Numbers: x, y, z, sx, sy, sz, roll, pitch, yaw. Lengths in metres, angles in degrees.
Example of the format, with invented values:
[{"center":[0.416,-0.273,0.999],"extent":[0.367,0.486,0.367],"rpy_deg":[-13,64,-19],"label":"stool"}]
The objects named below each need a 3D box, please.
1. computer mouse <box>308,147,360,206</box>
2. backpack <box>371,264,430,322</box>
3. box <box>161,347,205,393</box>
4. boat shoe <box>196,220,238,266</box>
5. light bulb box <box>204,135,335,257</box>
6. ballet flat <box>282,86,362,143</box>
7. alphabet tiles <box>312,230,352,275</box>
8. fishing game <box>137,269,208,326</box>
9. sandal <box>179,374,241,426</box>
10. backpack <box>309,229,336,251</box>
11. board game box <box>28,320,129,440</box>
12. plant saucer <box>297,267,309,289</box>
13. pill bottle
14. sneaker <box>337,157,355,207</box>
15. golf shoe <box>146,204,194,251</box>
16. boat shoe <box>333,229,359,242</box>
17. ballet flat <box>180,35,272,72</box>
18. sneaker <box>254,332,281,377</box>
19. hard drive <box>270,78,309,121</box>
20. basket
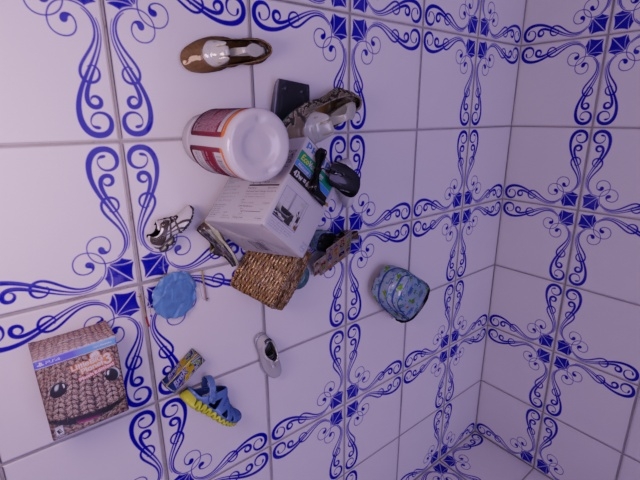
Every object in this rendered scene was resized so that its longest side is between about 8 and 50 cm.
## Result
[{"center":[0.065,-0.195,1.482],"extent":[0.262,0.060,0.184],"rpy_deg":[30,69,-45],"label":"computer mouse"},{"center":[0.441,0.283,2.306],"extent":[0.355,0.273,0.290],"rpy_deg":[39,84,-27],"label":"backpack"},{"center":[-0.544,0.517,1.659],"extent":[0.169,0.054,0.059],"rpy_deg":[-48,128,-19],"label":"box"},{"center":[-0.401,0.021,1.623],"extent":[0.073,0.080,0.224],"rpy_deg":[-38,119,-18],"label":"boat shoe"},{"center":[-0.173,-0.158,1.537],"extent":[0.225,0.357,0.361],"rpy_deg":[43,65,-40],"label":"light bulb box"},{"center":[0.019,-0.493,1.683],"extent":[0.483,0.181,0.164],"rpy_deg":[-45,139,-37],"label":"ballet flat"},{"center":[0.057,0.075,1.986],"extent":[0.237,0.009,0.198],"rpy_deg":[-36,153,-20],"label":"alphabet tiles"},{"center":[-0.552,0.203,1.573],"extent":[0.264,0.041,0.189],"rpy_deg":[-27,119,-41],"label":"fishing game"},{"center":[-0.433,0.674,1.758],"extent":[0.138,0.126,0.317],"rpy_deg":[-55,131,-19],"label":"sandal"},{"center":[0.000,0.000,1.937],"extent":[0.114,0.084,0.105],"rpy_deg":[3,107,-51],"label":"backpack"},{"center":[-0.790,0.453,1.378],"extent":[0.231,0.141,0.292],"rpy_deg":[-15,112,-36],"label":"board game box"},{"center":[-0.104,0.168,1.945],"extent":[0.119,0.021,0.120],"rpy_deg":[-13,110,-37],"label":"plant saucer"},{"center":[-0.298,-0.325,1.393],"extent":[0.223,0.392,0.224],"rpy_deg":[-13,112,-37],"label":"pill bottle"},{"center":[0.091,-0.261,1.951],"extent":[0.115,0.090,0.233],"rpy_deg":[-15,103,-29],"label":"sneaker"},{"center":[-0.532,-0.058,1.487],"extent":[0.094,0.077,0.198],"rpy_deg":[45,72,-38],"label":"golf shoe"},{"center":[0.120,-0.021,2.054],"extent":[0.183,0.066,0.066],"rpy_deg":[-5,102,-49],"label":"boat shoe"},{"center":[-0.312,-0.657,1.463],"extent":[0.342,0.124,0.116],"rpy_deg":[-20,114,-34],"label":"ballet flat"},{"center":[-0.229,0.539,1.902],"extent":[0.094,0.091,0.258],"rpy_deg":[-35,122,-27],"label":"sneaker"},{"center":[-0.128,-0.513,1.704],"extent":[0.171,0.054,0.255],"rpy_deg":[-5,106,-39],"label":"hard drive"},{"center":[-0.203,0.122,1.803],"extent":[0.300,0.222,0.213],"rpy_deg":[-64,164,-6],"label":"basket"}]
